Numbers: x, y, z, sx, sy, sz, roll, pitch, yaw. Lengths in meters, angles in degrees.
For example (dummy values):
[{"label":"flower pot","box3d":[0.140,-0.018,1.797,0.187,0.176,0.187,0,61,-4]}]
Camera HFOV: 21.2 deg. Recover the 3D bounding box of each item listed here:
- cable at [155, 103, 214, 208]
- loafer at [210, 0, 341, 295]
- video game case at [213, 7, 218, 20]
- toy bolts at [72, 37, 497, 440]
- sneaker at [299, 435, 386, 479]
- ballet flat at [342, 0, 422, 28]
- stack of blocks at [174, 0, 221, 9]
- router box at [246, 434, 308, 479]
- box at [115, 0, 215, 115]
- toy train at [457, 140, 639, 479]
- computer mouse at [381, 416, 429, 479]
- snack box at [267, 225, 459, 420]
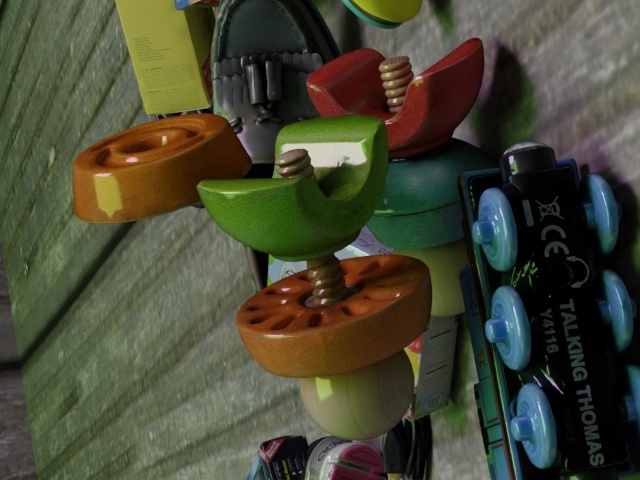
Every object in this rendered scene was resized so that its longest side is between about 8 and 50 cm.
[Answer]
[{"label":"cable","box3d":[-0.107,-0.100,1.510,0.184,0.047,0.150,-145,51,-69]},{"label":"loafer","box3d":[-0.022,-0.047,1.180,0.084,0.096,0.267,-73,-24,-66]},{"label":"video game case","box3d":[-0.085,-0.244,1.438,0.119,0.015,0.166,-161,65,-70]},{"label":"toy bolts","box3d":[0.000,0.000,0.949,0.218,0.228,0.158,2,116,41]},{"label":"sneaker","box3d":[0.010,0.218,1.261,0.075,0.063,0.170,-142,53,-64]},{"label":"ballet flat","box3d":[0.019,-0.235,1.054,0.077,0.077,0.231,-55,41,40]},{"label":"stack of blocks","box3d":[-0.059,-0.323,1.217,0.171,0.087,0.297,-176,79,-71]},{"label":"router box","box3d":[-0.025,0.234,1.403,0.092,0.038,0.122,110,148,-55]},{"label":"box","box3d":[-0.132,-0.221,1.356,0.087,0.058,0.232,-76,-22,-59]},{"label":"toy train","box3d":[0.113,0.045,0.867,0.105,0.080,0.184,134,126,-74]},{"label":"computer mouse","box3d":[0.037,0.061,1.151,0.071,0.041,0.242,-177,80,-70]},{"label":"snack box","box3d":[0.025,0.041,1.102,0.141,0.037,0.100,28,124,39]}]
